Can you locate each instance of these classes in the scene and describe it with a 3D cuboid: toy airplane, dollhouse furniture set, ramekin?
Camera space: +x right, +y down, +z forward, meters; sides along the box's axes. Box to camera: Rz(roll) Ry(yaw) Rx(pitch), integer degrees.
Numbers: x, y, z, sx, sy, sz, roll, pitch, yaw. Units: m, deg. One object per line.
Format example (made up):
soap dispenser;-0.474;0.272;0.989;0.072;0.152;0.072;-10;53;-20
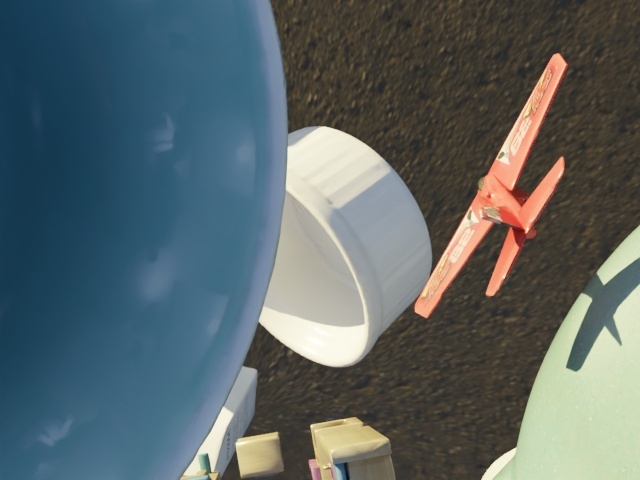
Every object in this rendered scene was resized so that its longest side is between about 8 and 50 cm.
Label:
toy airplane;0.090;-0.020;0.523;0.028;0.151;0.151;28;80;2
dollhouse furniture set;-0.086;0.282;0.921;0.303;0.286;0.198;-9;85;-5
ramekin;0.000;0.000;1.286;0.135;0.277;0.277;-37;85;-31

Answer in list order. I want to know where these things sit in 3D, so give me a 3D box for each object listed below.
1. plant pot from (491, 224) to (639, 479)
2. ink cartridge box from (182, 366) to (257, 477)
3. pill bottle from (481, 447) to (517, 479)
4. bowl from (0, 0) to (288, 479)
plant pot;0.207;0.134;0.523;0.196;0.293;0.293;-43;86;17
ink cartridge box;-0.288;0.283;1.559;0.308;0.385;0.091;9;112;10
pill bottle;0.206;0.296;0.828;0.162;0.162;0.278;2;36;-4
bowl;-0.183;-0.028;0.324;0.312;0.163;0.311;1;89;-28
